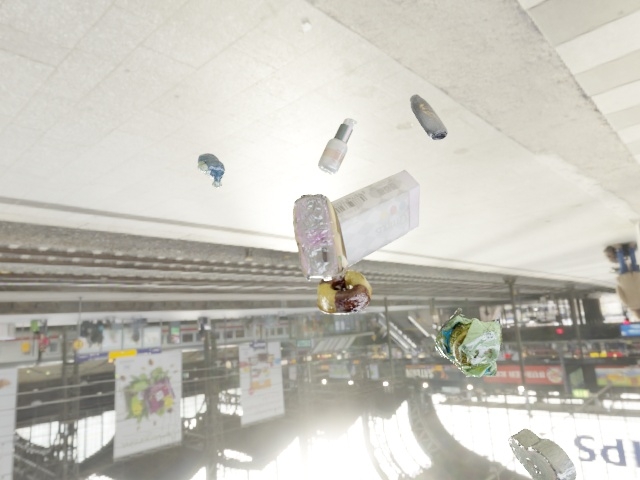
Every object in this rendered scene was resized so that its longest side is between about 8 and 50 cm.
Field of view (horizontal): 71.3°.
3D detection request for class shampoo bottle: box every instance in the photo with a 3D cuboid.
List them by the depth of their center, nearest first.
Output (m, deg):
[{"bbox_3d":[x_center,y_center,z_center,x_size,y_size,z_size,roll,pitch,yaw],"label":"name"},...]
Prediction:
[{"bbox_3d":[0.057,-0.310,1.453,0.074,0.192,0.074,24,175,2],"label":"shampoo bottle"},{"bbox_3d":[0.413,-0.483,1.738,0.087,0.233,0.049,-7,144,-19],"label":"shampoo bottle"}]

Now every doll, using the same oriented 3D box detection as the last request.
[{"bbox_3d":[-0.237,-0.156,0.980,0.050,0.083,0.076,-37,128,-7],"label":"doll"}]

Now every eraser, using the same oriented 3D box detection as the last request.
[{"bbox_3d":[0.177,-0.076,1.498,0.397,0.213,0.082,-27,-145,-30],"label":"eraser"}]

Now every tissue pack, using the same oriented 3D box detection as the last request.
[{"bbox_3d":[0.000,0.000,1.176,0.123,0.215,0.257,-10,176,3],"label":"tissue pack"}]

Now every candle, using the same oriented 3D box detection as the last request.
[{"bbox_3d":[0.586,0.588,1.166,0.068,0.168,0.192,-27,-179,-12],"label":"candle"}]

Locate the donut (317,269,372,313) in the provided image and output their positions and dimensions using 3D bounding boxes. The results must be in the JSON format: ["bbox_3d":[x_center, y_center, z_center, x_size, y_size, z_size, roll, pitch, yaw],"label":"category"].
[{"bbox_3d":[0.072,0.162,1.447,0.184,0.166,0.073,5,132,26],"label":"donut"}]

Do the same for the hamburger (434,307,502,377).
[{"bbox_3d":[0.613,0.432,1.811,0.276,0.260,0.150,15,-167,-3],"label":"hamburger"}]
